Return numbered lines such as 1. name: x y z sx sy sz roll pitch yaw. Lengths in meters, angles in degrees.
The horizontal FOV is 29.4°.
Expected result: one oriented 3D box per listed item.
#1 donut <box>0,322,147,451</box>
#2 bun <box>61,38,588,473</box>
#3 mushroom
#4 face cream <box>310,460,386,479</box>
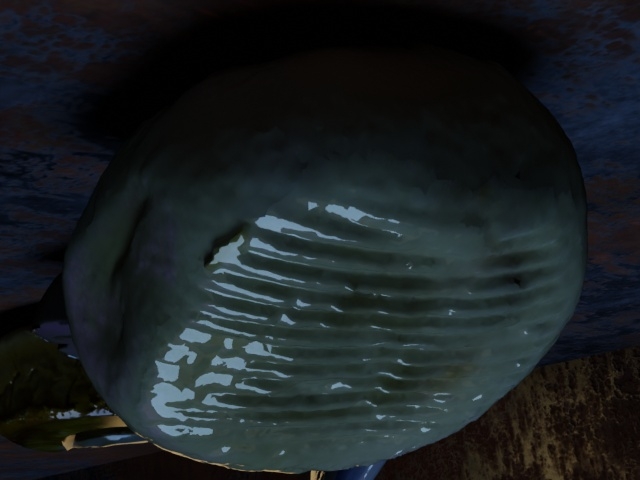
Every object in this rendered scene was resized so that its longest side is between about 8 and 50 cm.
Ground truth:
1. donut: -0.252 0.174 1.473 0.330 0.160 0.330 -15 169 -3
2. bun: 0.000 0.000 0.827 0.361 0.213 0.361 -13 140 -12
3. mushroom: -0.174 0.073 1.179 0.188 0.117 0.141 28 164 -25
4. face cream: 0.065 0.115 1.167 0.137 0.235 0.420 16 130 -10
